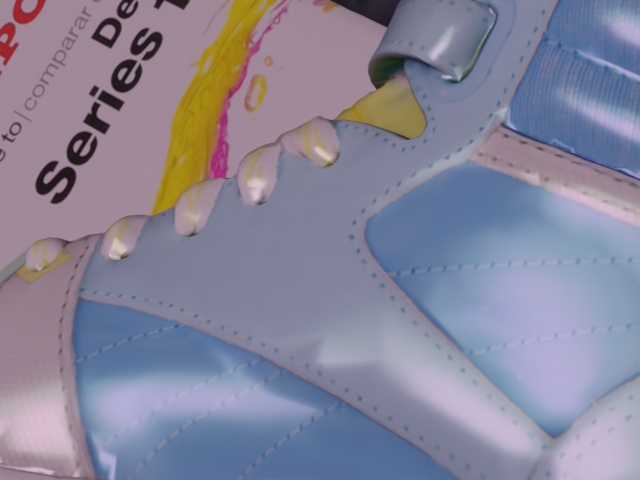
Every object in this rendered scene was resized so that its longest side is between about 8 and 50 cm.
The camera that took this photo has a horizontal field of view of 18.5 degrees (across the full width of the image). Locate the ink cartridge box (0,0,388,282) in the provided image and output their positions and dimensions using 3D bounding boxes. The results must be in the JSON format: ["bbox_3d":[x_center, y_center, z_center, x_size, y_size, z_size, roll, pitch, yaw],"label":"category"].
[{"bbox_3d":[-0.021,0.029,0.627,0.278,0.117,0.201,30,88,35],"label":"ink cartridge box"}]

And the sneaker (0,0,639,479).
[{"bbox_3d":[0.000,0.000,0.483,0.319,0.127,0.208,7,78,20],"label":"sneaker"}]
